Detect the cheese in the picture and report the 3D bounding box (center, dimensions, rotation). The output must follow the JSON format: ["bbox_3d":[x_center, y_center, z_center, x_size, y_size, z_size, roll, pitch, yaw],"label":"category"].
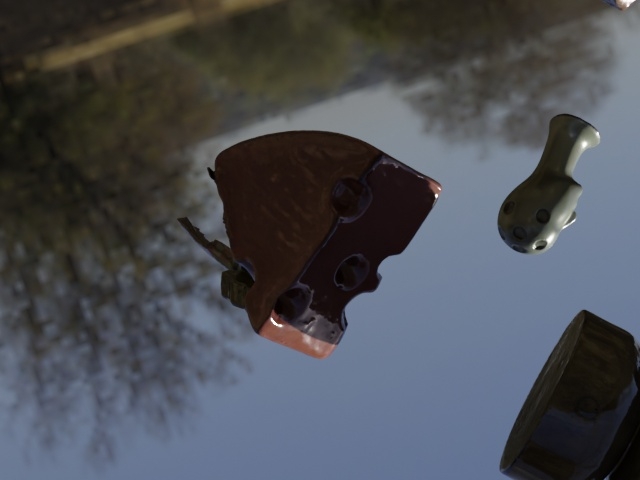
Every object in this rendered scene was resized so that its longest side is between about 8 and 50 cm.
[{"bbox_3d":[0.013,-0.024,1.859,0.177,0.203,0.128,-31,146,25],"label":"cheese"}]

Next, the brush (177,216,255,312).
[{"bbox_3d":[-0.084,0.034,2.122,0.071,0.084,0.301,-46,-144,-7],"label":"brush"}]

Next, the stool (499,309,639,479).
[{"bbox_3d":[0.328,0.203,1.911,0.179,0.264,0.179,-63,180,0],"label":"stool"}]

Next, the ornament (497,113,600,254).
[{"bbox_3d":[0.253,-0.056,2.208,0.156,0.081,0.075,-63,179,-17],"label":"ornament"}]

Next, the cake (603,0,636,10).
[{"bbox_3d":[0.312,-0.378,2.183,0.196,0.293,0.198,-46,-130,-8],"label":"cake"}]
